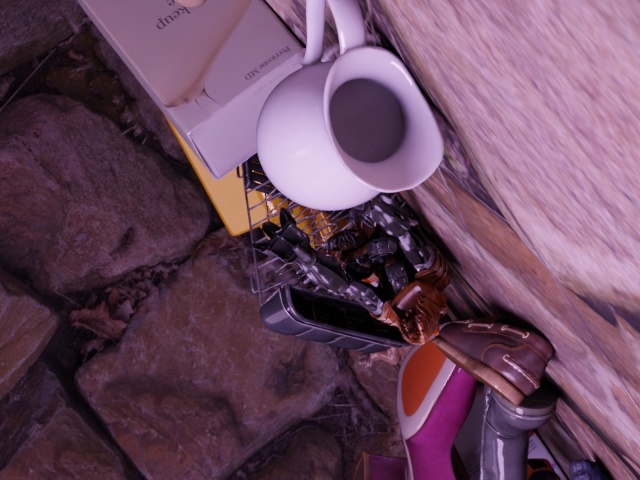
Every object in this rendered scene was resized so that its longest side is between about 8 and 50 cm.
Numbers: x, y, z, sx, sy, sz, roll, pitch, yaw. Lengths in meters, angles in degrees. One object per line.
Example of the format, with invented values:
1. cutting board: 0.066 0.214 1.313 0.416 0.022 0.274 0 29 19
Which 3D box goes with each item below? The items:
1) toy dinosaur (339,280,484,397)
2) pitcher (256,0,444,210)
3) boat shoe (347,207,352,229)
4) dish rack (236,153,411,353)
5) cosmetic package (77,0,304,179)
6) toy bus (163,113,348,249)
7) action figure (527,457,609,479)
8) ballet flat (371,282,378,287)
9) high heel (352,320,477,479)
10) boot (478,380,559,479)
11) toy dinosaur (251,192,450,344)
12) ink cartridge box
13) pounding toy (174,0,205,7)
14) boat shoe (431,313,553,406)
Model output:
1. toy dinosaur: 0.126 0.116 1.655 0.295 0.127 0.200 43 164 37
2. pitcher: 0.012 -0.115 1.074 0.207 0.125 0.178 169 85 -74
3. boat shoe: -0.035 -0.102 1.838 0.302 0.109 0.098 50 135 47
4. dish rack: 0.000 0.000 1.551 0.208 0.074 0.272 18 -127 -42
5. cosmetic package: -0.149 -0.237 1.457 0.309 0.160 0.113 50 175 28
6. toy bus: -0.097 -0.125 1.656 0.333 0.108 0.130 62 -144 -10
7. action figure: 0.313 0.397 1.528 0.341 0.178 0.330 57 -175 -12
8. ballet flat: 0.078 0.047 1.884 0.241 0.091 0.077 -140 38 -57
9. high heel: 0.171 0.232 1.590 0.377 0.181 0.127 114 163 -48
10. boot: 0.204 0.251 1.421 0.076 0.209 0.189 9 -174 2
11. toy dinosaur: 0.073 0.015 1.393 0.218 0.164 0.322 41 171 -22
12. ink cartridge box: 0.249 0.313 1.823 0.176 0.128 0.127 54 176 -25
13. pounding toy: -0.207 -0.340 1.243 0.269 0.155 0.154 53 -179 4
14. boat shoe: 0.177 0.112 1.325 0.073 0.073 0.207 38 177 -17
